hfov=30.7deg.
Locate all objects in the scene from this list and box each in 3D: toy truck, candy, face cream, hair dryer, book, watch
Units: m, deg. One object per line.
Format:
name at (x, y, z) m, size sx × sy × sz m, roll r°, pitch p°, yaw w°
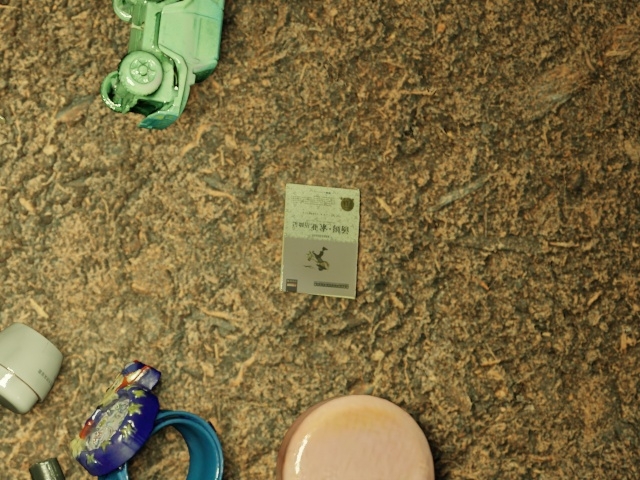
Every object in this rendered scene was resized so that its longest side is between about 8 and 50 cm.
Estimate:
toy truck at (-0.241, -0.314, 1.800) m, size 0.156 × 0.155 × 0.279 m, roll 9°, pitch 80°, yaw -21°
candy at (0.060, 0.362, 1.805) m, size 0.255 × 0.094 × 0.255 m, roll 2°, pitch 81°, yaw -14°
face cream at (-0.440, 0.186, 1.693) m, size 0.117 × 0.117 × 0.104 m, roll 37°, pitch 66°, yaw -6°
hair dryer at (-0.446, 0.429, 1.696) m, size 0.194 × 0.050 × 0.173 m, roll -20°, pitch 84°, yaw -13°
book at (0.000, 0.000, 1.885) m, size 0.127 × 0.014 × 0.182 m, roll 6°, pitch 80°, yaw -14°
watch at (-0.245, 0.311, 1.713) m, size 0.200 × 0.171 × 0.196 m, roll 45°, pitch 72°, yaw -20°

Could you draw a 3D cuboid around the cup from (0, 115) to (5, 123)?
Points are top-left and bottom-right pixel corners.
cup at (-0.539, -0.173, 1.753) m, size 0.074 × 0.102 × 0.099 m, roll -39°, pitch 95°, yaw 22°
